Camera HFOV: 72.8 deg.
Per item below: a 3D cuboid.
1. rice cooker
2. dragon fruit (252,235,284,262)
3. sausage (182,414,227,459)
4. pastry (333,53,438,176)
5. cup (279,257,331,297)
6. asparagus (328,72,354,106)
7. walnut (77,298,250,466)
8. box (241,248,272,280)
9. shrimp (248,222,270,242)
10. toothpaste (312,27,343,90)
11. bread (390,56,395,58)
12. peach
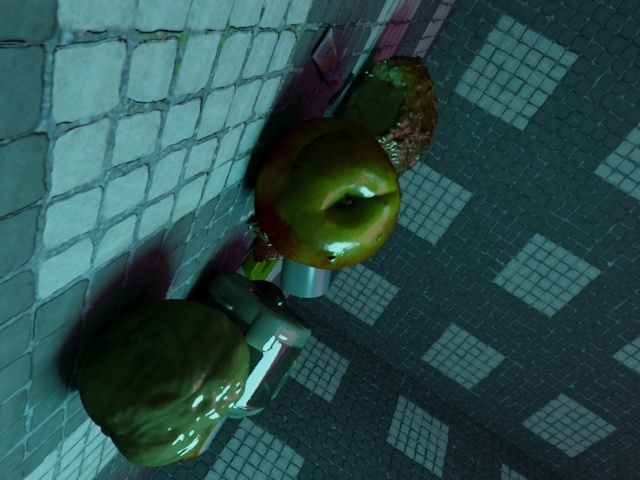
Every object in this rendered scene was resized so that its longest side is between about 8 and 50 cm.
[{"bbox_3d":[-0.208,0.258,1.168,0.325,0.335,0.335,-58,175,-5],"label":"rice cooker"},{"bbox_3d":[-0.140,0.003,1.386,0.162,0.083,0.106,-28,126,-39],"label":"dragon fruit"},{"bbox_3d":[-0.425,0.567,1.501,0.287,0.233,0.233,-59,175,17],"label":"sausage"},{"bbox_3d":[0.214,-0.365,1.392,0.337,0.292,0.405,24,90,-57],"label":"pastry"},{"bbox_3d":[-0.046,0.050,1.741,0.205,0.206,0.312,-48,151,-61],"label":"cup"},{"bbox_3d":[0.060,-0.425,1.224,0.127,0.015,0.018,-56,176,-17],"label":"asparagus"},{"bbox_3d":[-0.272,0.239,0.775,0.277,0.253,0.282,-48,175,-25],"label":"walnut"},{"bbox_3d":[-0.203,0.069,1.583,0.187,0.047,0.335,-56,174,-16],"label":"box"},{"bbox_3d":[-0.127,-0.068,1.290,0.296,0.058,0.169,14,70,-67],"label":"shrimp"},{"bbox_3d":[0.020,-0.389,0.958,0.067,0.043,0.194,-54,170,3],"label":"toothpaste"},{"bbox_3d":[0.241,-0.592,1.747,0.286,0.056,0.207,-58,173,26],"label":"bread"},{"bbox_3d":[0.010,-0.103,1.014,0.370,0.370,0.370,-57,175,-8],"label":"peach"}]
